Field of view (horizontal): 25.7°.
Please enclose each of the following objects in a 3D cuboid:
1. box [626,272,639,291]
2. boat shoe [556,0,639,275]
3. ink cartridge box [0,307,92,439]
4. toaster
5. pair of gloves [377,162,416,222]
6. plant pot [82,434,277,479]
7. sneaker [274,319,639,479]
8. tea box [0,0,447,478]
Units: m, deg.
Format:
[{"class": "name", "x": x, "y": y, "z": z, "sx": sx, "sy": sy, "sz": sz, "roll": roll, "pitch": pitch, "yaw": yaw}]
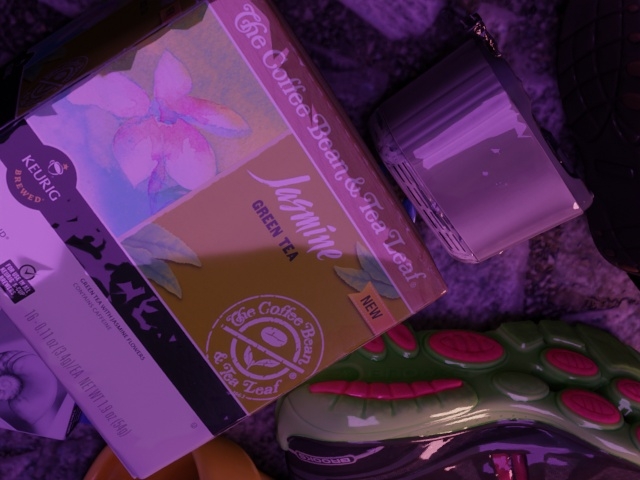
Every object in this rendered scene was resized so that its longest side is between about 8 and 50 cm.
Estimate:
[{"class": "box", "x": 0.485, "y": -0.005, "z": 1.456, "sx": 0.169, "sy": 0.087, "sz": 0.290, "roll": 35, "pitch": 106, "yaw": -23}, {"class": "boat shoe", "x": 0.316, "y": -0.125, "z": 1.363, "sx": 0.120, "sy": 0.122, "sz": 0.324, "roll": -30, "pitch": 125, "yaw": -29}, {"class": "ink cartridge box", "x": -0.274, "y": 0.090, "z": 1.390, "sx": 0.224, "sy": 0.045, "sz": 0.223, "roll": 13, "pitch": 113, "yaw": -16}, {"class": "toaster", "x": 0.145, "y": -0.087, "z": 1.333, "sx": 0.146, "sy": 0.129, "sz": 0.227, "roll": -33, "pitch": 119, "yaw": 9}, {"class": "pair of gloves", "x": 0.000, "y": 0.000, "z": 1.391, "sx": 0.198, "sy": 0.023, "sz": 0.159, "roll": -8, "pitch": 116, "yaw": 5}, {"class": "plant pot", "x": -0.103, "y": 0.330, "z": 1.443, "sx": 0.239, "sy": 0.254, "sz": 0.254, "roll": 22, "pitch": 111, "yaw": -37}, {"class": "sneaker", "x": 0.183, "y": 0.201, "z": 1.480, "sx": 0.483, "sy": 0.185, "sz": 0.202, "roll": 8, "pitch": 132, "yaw": -11}, {"class": "tea box", "x": -0.121, "y": -0.036, "z": 1.218, "sx": 0.323, "sy": 0.220, "sz": 0.329, "roll": -33, "pitch": 113, "yaw": 4}]
